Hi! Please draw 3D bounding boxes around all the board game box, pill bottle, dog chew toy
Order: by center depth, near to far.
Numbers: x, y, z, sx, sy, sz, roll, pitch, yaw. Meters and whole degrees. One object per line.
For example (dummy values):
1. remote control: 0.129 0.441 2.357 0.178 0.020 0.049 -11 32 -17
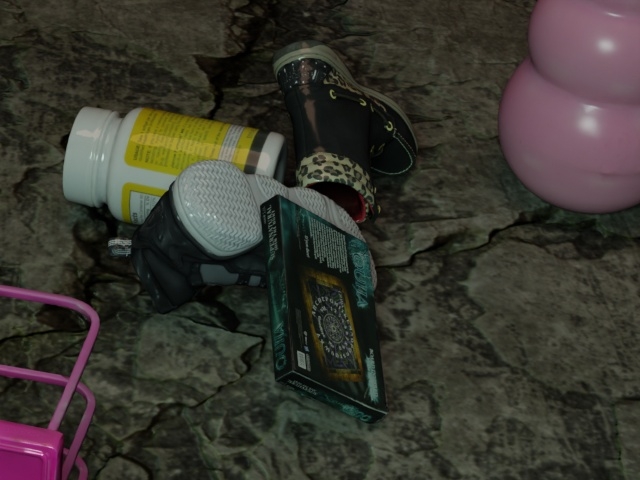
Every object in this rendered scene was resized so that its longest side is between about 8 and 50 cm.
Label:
1. board game box: 0.003 0.061 1.602 0.126 0.026 0.186 29 43 -39
2. pill bottle: -0.145 -0.068 1.798 0.208 0.119 0.119 12 34 5
3. dog chew toy: 0.302 -0.196 1.886 0.206 0.332 0.207 5 33 -3

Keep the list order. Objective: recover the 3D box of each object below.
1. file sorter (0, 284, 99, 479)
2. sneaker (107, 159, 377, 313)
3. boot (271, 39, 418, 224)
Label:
1. file sorter: -0.263 0.189 1.241 0.202 0.291 0.182 10 31 4
2. sneaker: -0.076 0.013 1.703 0.268 0.153 0.101 23 49 -44
3. boot: 0.033 -0.079 1.840 0.085 0.236 0.179 -24 53 22
